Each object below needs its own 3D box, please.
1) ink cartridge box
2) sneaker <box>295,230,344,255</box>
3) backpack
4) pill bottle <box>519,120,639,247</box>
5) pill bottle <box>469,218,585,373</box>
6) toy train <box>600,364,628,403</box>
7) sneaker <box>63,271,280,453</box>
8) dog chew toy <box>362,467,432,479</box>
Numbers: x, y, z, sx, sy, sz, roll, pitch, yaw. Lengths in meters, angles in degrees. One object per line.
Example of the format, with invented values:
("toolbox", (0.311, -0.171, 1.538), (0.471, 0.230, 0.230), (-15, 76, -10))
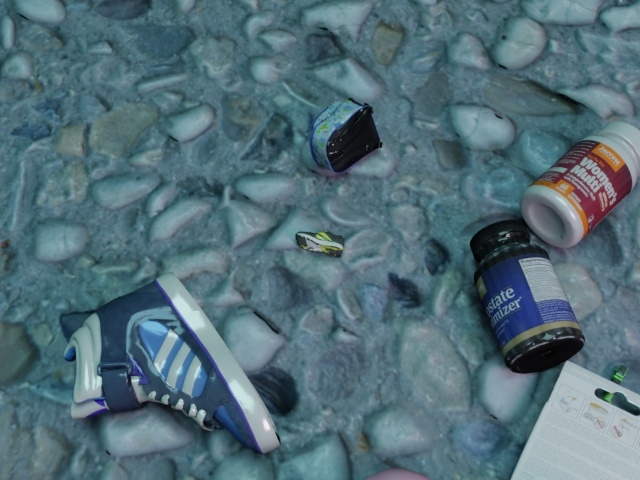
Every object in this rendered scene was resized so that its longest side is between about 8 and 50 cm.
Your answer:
("ink cartridge box", (0.392, 0.314, 1.329), (0.189, 0.066, 0.232), (26, 54, 14))
("sneaker", (0.000, 0.000, 1.517), (0.083, 0.031, 0.035), (17, 47, 4))
("backpack", (0.033, -0.176, 1.580), (0.114, 0.105, 0.084), (-42, 46, -22))
("pill bottle", (0.442, -0.096, 1.529), (0.221, 0.121, 0.121), (-40, 68, -22))
("pill bottle", (0.308, 0.082, 1.418), (0.123, 0.122, 0.219), (-12, 59, -8))
("toy train", (0.441, 0.222, 1.395), (0.017, 0.023, 0.083), (29, 62, 15))
("sneaker", (-0.232, 0.223, 1.332), (0.236, 0.130, 0.322), (-34, 70, -9))
("dog chew toy", (0.123, 0.459, 1.155), (0.207, 0.206, 0.331), (-24, 71, -15))
